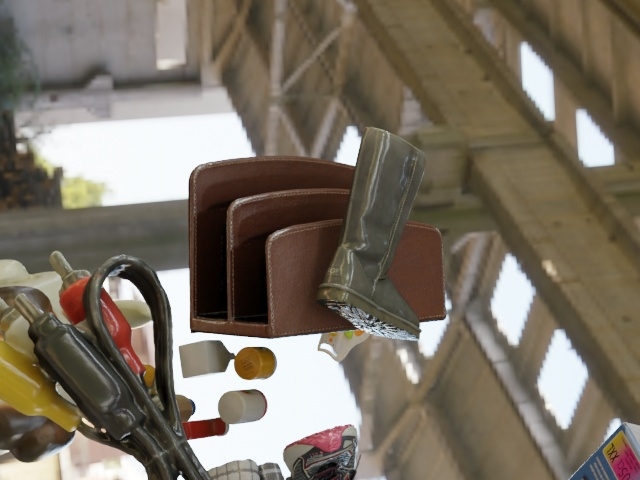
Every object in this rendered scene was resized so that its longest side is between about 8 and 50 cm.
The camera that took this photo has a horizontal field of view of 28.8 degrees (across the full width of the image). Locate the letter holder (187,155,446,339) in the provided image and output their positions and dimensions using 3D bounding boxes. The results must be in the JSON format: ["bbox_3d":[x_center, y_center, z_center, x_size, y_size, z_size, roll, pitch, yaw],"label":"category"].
[{"bbox_3d":[0.000,0.000,1.532,0.152,0.301,0.215,0,-88,46],"label":"letter holder"}]

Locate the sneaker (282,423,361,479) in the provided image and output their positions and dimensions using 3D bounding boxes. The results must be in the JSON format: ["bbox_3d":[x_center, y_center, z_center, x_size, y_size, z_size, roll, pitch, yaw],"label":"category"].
[{"bbox_3d":[0.010,0.380,1.915,0.299,0.120,0.112,96,-24,-53],"label":"sneaker"}]

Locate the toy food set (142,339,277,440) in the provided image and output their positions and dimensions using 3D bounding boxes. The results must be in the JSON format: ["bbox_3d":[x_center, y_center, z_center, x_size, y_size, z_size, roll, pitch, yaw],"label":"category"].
[{"bbox_3d":[-0.138,0.182,1.504,0.104,0.232,0.111,8,70,-61],"label":"toy food set"}]

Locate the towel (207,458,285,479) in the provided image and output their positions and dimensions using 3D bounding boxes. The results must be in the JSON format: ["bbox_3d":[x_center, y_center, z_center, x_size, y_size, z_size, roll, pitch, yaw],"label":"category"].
[{"bbox_3d":[-0.149,0.458,1.730,0.283,0.121,0.235,-33,-126,36],"label":"towel"}]

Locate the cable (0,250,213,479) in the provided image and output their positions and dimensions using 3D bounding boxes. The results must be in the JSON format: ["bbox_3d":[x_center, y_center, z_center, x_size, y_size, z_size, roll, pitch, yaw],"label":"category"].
[{"bbox_3d":[-0.122,0.127,0.855,0.287,0.139,0.072,51,-26,1],"label":"cable"}]

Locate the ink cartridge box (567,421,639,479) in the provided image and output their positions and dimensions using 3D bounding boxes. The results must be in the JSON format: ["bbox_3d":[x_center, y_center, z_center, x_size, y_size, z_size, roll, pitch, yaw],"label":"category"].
[{"bbox_3d":[0.543,0.522,2.226,0.395,0.270,0.151,-54,-145,31],"label":"ink cartridge box"}]

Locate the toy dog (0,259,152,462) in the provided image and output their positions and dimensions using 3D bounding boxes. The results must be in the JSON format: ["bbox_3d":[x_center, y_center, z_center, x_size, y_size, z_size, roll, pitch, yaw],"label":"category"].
[{"bbox_3d":[-0.426,0.179,1.738,0.408,0.395,0.285,-154,-116,-80],"label":"toy dog"}]

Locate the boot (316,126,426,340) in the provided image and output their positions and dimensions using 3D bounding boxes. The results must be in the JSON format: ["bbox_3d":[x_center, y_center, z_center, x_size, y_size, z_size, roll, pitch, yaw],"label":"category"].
[{"bbox_3d":[0.079,-0.003,1.434,0.189,0.076,0.209,37,61,-51],"label":"boot"}]

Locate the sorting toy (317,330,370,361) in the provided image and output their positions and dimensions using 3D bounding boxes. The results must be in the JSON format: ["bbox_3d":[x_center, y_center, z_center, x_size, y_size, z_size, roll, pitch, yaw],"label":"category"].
[{"bbox_3d":[0.027,0.143,1.895,0.083,0.045,0.075,25,-91,39],"label":"sorting toy"}]
